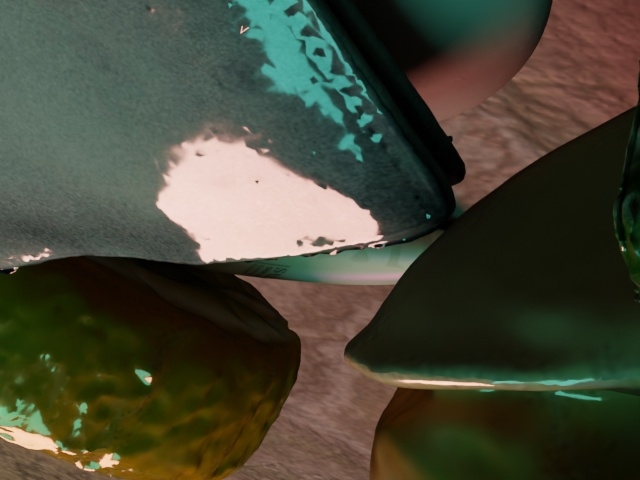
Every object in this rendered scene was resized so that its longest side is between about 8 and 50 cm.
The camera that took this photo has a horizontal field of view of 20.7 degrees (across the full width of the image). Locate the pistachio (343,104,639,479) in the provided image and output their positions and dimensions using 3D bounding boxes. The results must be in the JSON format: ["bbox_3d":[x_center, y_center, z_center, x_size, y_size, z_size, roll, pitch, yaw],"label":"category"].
[{"bbox_3d":[0.153,0.051,0.633,0.321,0.229,0.238,-14,-171,-41],"label":"pistachio"}]

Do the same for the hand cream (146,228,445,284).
[{"bbox_3d":[0.000,0.000,0.897,0.204,0.050,0.078,10,164,-34],"label":"hand cream"}]

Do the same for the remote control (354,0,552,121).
[{"bbox_3d":[-0.070,-0.130,0.656,0.332,0.103,0.221,11,148,24],"label":"remote control"}]

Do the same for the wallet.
[{"bbox_3d":[-0.124,-0.082,0.617,0.290,0.054,0.251,-4,141,40],"label":"wallet"}]

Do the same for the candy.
[{"bbox_3d":[-0.133,0.030,0.908,0.259,0.118,0.260,25,-172,-4],"label":"candy"}]

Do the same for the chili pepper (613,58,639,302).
[{"bbox_3d":[0.108,-0.086,0.446,0.059,0.227,0.088,-3,150,44],"label":"chili pepper"}]
